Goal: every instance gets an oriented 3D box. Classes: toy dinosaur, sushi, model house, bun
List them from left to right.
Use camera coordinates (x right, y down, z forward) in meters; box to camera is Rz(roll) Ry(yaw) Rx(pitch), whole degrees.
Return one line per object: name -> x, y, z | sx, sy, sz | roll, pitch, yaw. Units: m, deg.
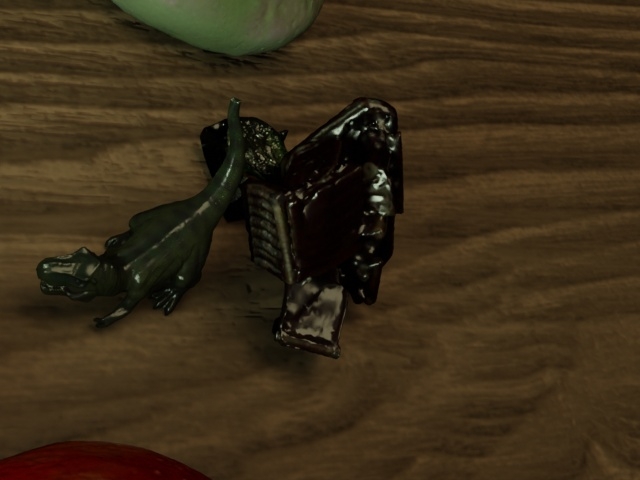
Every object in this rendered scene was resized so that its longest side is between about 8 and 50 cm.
toy dinosaur -> -0.127, -0.005, 1.143 | 0.087, 0.179, 0.187 | 48, 47, 4
bun -> -0.094, -0.335, 1.403 | 0.293, 0.187, 0.293 | 17, 52, -23
sushi -> -0.062, -0.071, 1.330 | 0.085, 0.056, 0.083 | -12, 60, -39
model house -> 0.010, 0.004, 1.225 | 0.141, 0.203, 0.164 | -7, 33, 3

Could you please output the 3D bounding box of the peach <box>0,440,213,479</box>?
peach -> -0.151, 0.267, 0.879 | 0.338, 0.281, 0.281 | -11, 66, -52
